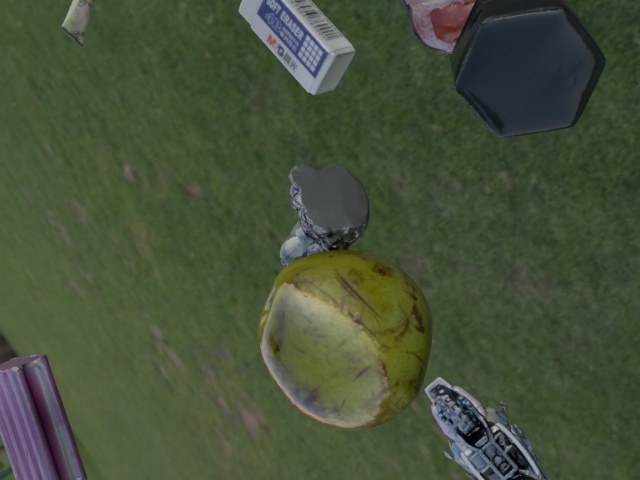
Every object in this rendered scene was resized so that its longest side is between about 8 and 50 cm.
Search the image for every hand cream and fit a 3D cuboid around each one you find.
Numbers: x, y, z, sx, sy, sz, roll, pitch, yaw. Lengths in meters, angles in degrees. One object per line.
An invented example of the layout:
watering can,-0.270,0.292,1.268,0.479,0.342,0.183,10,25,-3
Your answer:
hand cream,-0.499,-0.475,1.974,0.039,0.143,0.061,-11,146,29

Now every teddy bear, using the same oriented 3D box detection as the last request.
teddy bear,0.009,0.001,1.632,0.171,0.144,0.251,47,153,27

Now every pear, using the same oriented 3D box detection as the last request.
pear,0.035,0.147,1.451,0.283,0.283,0.283,44,156,26

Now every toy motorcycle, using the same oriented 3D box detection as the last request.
toy motorcycle,0.227,0.284,1.354,0.239,0.108,0.204,64,179,-8

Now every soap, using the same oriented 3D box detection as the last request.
soap,-0.435,0.278,1.441,0.122,0.065,0.203,-10,98,45

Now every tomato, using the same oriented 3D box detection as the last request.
tomato,0.256,-0.474,1.790,0.199,0.112,0.228,-11,114,24

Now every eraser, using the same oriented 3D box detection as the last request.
eraser,-0.053,-0.456,2.059,0.279,0.081,0.124,51,137,18

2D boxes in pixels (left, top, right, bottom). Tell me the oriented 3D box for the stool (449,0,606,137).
stool,0.321,-0.284,1.498,0.141,0.232,0.232,-88,-20,-56
